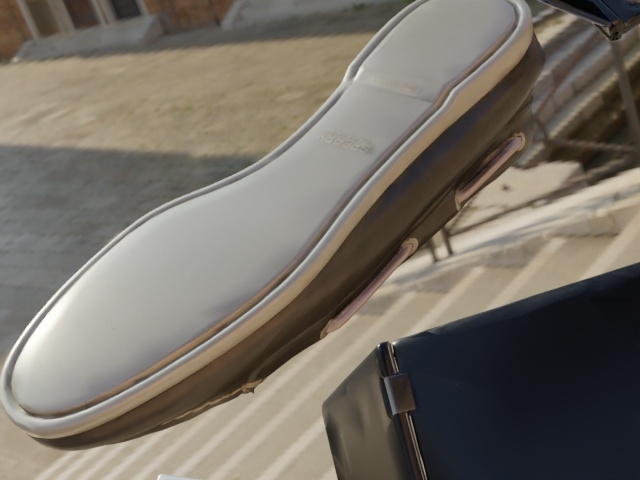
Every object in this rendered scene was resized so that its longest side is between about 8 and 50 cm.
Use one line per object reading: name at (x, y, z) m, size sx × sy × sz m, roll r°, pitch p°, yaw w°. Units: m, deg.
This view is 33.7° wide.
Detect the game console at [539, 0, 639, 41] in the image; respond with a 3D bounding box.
game console at (0.290, -0.392, 1.256) m, size 0.250 × 0.173 × 0.293 m, roll -34°, pitch 57°, yaw 3°

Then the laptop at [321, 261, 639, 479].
laptop at (0.187, 0.255, 0.843) m, size 0.236 × 0.382 × 0.408 m, roll -10°, pitch -17°, yaw -14°

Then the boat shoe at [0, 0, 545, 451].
boat shoe at (0.000, 0.000, 0.529) m, size 0.335 × 0.095 × 0.112 m, roll -42°, pitch 44°, yaw -21°

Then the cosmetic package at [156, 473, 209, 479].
cosmetic package at (-0.075, 0.595, 1.622) m, size 0.394 × 0.327 × 0.329 m, roll 2°, pitch 55°, yaw 28°
